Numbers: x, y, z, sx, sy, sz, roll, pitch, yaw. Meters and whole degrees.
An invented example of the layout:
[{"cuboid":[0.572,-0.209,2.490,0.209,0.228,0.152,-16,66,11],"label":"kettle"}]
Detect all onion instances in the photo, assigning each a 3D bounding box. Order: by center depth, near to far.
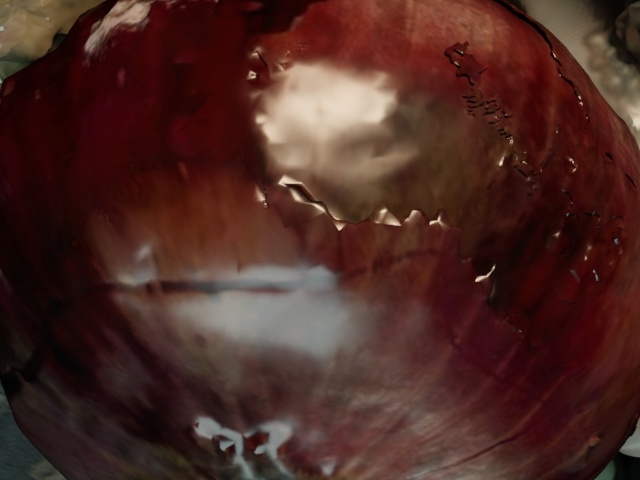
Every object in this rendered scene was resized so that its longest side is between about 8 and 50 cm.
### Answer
[{"cuboid":[0.000,0.000,0.644,0.252,0.219,0.252,2,142,1],"label":"onion"}]

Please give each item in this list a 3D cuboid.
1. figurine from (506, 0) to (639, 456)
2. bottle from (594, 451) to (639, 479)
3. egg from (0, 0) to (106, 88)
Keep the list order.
[{"cuboid":[0.171,-0.043,0.749,0.211,0.253,0.361,-5,150,-15],"label":"figurine"},{"cuboid":[0.263,0.175,1.143,0.351,0.171,0.171,20,152,-1],"label":"bottle"},{"cuboid":[-0.142,-0.160,0.704,0.310,0.279,0.279,-23,135,22],"label":"egg"}]
